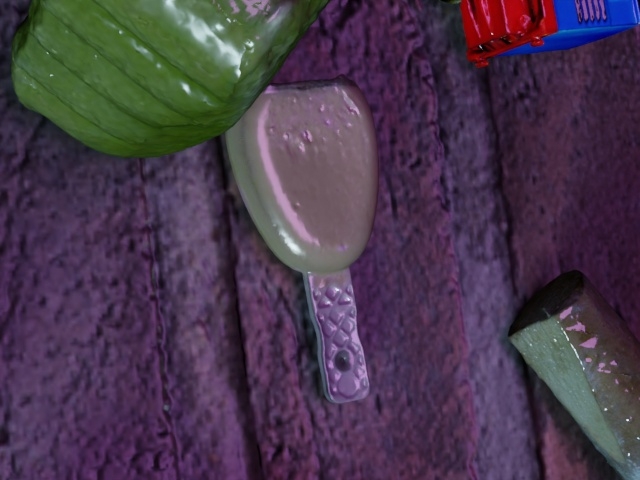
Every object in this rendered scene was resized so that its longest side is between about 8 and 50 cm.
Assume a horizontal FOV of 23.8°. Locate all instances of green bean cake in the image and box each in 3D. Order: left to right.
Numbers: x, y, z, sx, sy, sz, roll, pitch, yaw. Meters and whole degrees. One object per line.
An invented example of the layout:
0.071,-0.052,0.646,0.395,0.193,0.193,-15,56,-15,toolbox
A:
-0.049,-0.151,0.777,0.125,0.248,0.222,39,64,-6,green bean cake

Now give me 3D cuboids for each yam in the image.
0.192,0.101,0.971,0.169,0.068,0.068,49,62,-14,yam

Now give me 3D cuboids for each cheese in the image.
0.000,0.000,0.893,0.097,0.037,0.192,-7,84,-30,cheese

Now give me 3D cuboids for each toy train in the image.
0.124,-0.220,0.978,0.131,0.083,0.203,-9,88,-31,toy train
